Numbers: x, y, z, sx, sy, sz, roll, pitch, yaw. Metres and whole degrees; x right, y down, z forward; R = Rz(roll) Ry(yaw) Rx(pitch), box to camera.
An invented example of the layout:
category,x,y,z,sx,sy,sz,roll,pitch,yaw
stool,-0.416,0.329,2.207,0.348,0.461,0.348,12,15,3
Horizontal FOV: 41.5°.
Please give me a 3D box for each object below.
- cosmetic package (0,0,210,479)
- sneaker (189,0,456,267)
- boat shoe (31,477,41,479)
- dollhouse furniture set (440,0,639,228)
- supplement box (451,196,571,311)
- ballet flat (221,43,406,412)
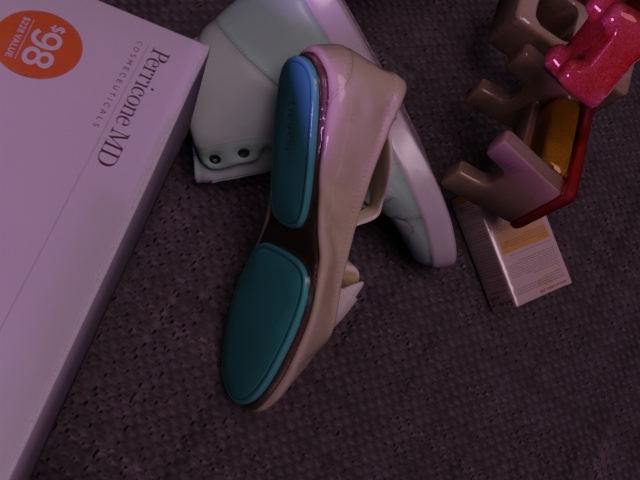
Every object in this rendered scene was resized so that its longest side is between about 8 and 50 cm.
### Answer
category,x,y,z,sx,sy,sz,roll,pitch,yaw
cosmetic package,-0.251,0.009,0.407,0.284,0.097,0.377,22,60,-8
sneaker,-0.007,-0.060,0.616,0.151,0.094,0.256,-28,117,11
boat shoe,-0.162,0.191,0.458,0.324,0.122,0.120,20,66,-19
dollhouse furniture set,0.250,-0.188,0.652,0.152,0.201,0.374,29,59,-16
supplement box,0.155,0.001,0.686,0.062,0.036,0.098,-18,86,-27
ballet flat,0.000,0.000,0.548,0.086,0.086,0.248,5,112,-23
